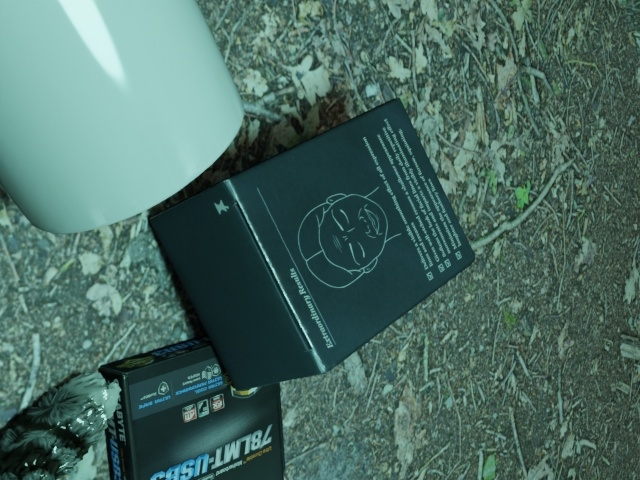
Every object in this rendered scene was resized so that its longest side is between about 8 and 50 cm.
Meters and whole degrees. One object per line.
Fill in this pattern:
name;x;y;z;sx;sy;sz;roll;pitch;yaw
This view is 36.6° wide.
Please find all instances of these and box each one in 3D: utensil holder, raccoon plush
utensil holder;-0.301;-0.246;1.092;0.327;0.327;0.385;-49;129;-33
raccoon plush;-0.343;0.419;1.202;0.446;0.216;0.299;-40;129;-38

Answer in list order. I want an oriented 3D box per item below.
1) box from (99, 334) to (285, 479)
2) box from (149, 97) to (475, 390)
box;-0.180;0.297;1.456;0.295;0.073;0.293;-12;101;-46
box;0.000;0.000;1.466;0.395;0.212;0.293;-30;97;-43
